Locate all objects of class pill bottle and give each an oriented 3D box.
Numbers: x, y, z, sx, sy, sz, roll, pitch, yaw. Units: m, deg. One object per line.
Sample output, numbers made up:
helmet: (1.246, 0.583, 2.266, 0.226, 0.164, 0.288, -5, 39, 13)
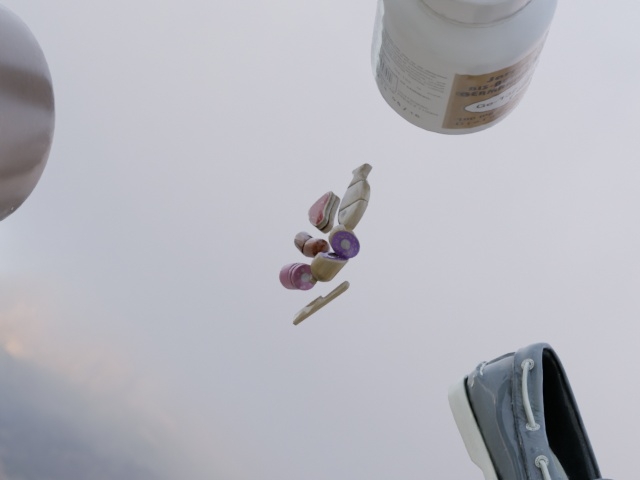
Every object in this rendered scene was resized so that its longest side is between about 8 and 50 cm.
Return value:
pill bottle: (0.107, -0.175, 1.439, 0.131, 0.131, 0.229, 44, -13, 11)

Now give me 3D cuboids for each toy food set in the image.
toy food set: (0.000, 0.000, 1.378, 0.019, 0.122, 0.078, 37, -53, -24)

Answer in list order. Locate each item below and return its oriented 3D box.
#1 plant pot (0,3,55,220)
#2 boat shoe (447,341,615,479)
plant pot: (-0.287, -0.081, 1.157, 0.263, 0.263, 0.229, 37, 22, 28)
boat shoe: (0.206, 0.221, 1.587, 0.116, 0.099, 0.319, 33, 26, -51)
